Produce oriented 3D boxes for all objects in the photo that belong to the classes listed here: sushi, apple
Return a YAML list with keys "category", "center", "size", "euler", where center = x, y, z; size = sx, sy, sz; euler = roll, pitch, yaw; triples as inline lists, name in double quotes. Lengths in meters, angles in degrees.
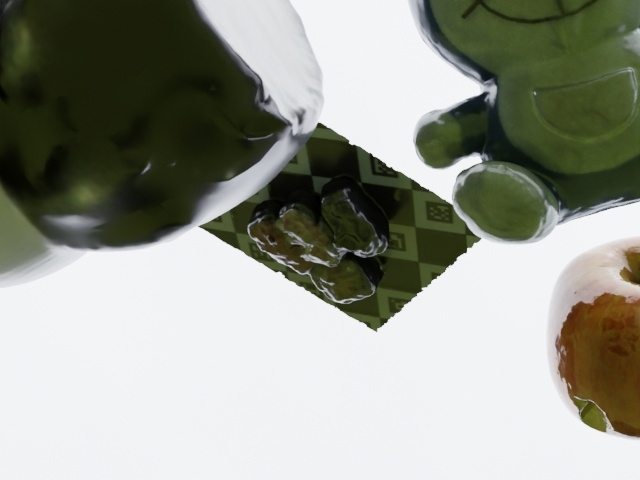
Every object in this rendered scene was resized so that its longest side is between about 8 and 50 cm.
- category: "sushi"
  center: [0.000, 0.000, 1.031]
  size: [0.231, 0.047, 0.219]
  euler: [31, -39, -9]
- category: "apple"
  center: [0.391, 0.127, 1.366]
  size: [0.242, 0.242, 0.241]
  euler: [4, -55, 21]

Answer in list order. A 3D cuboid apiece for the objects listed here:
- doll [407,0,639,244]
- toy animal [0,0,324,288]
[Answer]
- category: "doll"
  center: [0.160, -0.139, 0.743]
  size: [0.228, 0.154, 0.258]
  euler: [-16, -82, 14]
- category: "toy animal"
  center: [-0.177, -0.087, 0.729]
  size: [0.310, 0.251, 0.251]
  euler: [-30, -80, 20]
